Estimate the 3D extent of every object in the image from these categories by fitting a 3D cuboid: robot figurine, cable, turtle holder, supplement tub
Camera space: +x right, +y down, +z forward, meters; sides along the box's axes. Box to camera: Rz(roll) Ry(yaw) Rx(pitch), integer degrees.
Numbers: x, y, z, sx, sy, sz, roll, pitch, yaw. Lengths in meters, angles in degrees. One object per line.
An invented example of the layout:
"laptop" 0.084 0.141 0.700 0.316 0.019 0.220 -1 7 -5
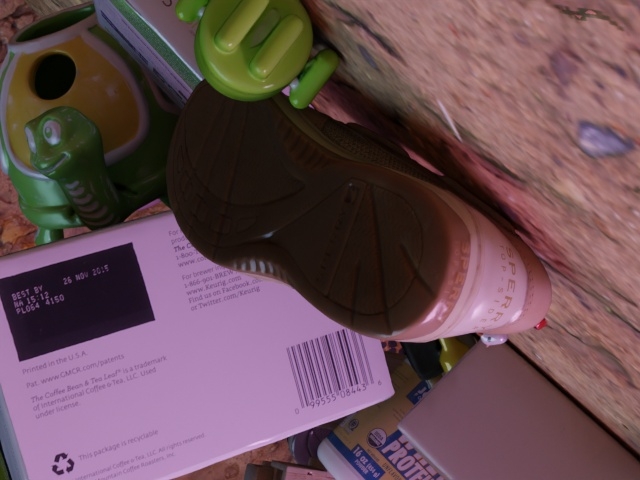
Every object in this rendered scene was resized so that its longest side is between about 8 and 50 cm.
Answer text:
"robot figurine" -0.042 -0.119 0.686 0.101 0.067 0.115 35 176 -8
"cable" 0.092 0.044 1.078 0.139 0.072 0.287 -114 0 -51
"turtle holder" -0.262 -0.124 1.254 0.243 0.320 0.227 -4 118 30
"supplement tub" 0.111 0.215 1.261 0.144 0.199 0.144 45 175 5

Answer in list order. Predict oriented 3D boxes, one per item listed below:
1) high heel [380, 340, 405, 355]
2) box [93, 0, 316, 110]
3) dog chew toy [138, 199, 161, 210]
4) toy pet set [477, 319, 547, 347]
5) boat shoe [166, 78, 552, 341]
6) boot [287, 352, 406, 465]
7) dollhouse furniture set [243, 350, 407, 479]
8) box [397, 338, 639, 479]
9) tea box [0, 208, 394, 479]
"high heel" 0.035 0.093 1.576 0.261 0.093 0.186 46 170 6
"box" -0.106 -0.152 1.017 0.232 0.058 0.322 47 176 -8
"dog chew toy" -0.281 -0.162 1.606 0.206 0.206 0.332 48 -177 -19
"toy pet set" 0.082 0.027 0.815 0.122 0.065 0.114 50 174 -28
"boat shoe" 0.006 -0.018 0.750 0.110 0.122 0.341 13 -165 -38
"boot" 0.058 0.236 1.701 0.377 0.138 0.284 9 -156 -37
"dollhouse furniture set" -0.028 0.200 1.494 0.174 0.303 0.355 15 171 -26
"box" 0.223 0.235 0.962 0.311 0.121 0.148 42 174 34
"tea box" -0.160 0.091 1.082 0.323 0.329 0.220 -10 96 69
